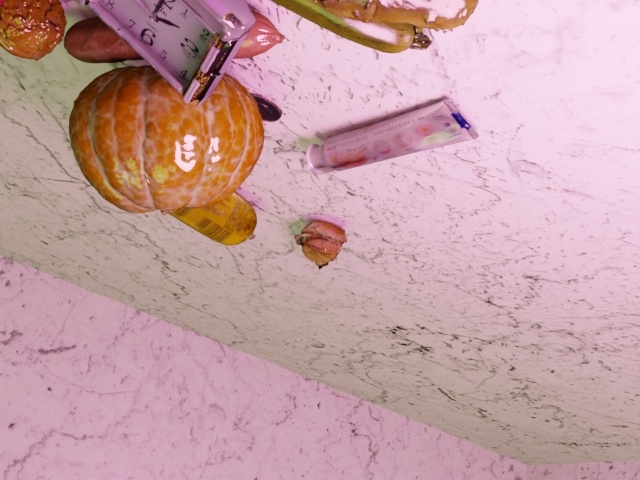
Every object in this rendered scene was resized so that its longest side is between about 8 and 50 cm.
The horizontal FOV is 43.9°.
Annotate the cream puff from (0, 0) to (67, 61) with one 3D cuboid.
[{"bbox_3d":[-0.476,-0.368,1.291,0.103,0.126,0.144,-15,148,31],"label":"cream puff"}]

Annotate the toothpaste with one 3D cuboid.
[{"bbox_3d":[0.111,-0.172,1.368,0.323,0.066,0.100,-10,140,41],"label":"toothpaste"}]

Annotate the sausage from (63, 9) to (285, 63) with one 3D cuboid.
[{"bbox_3d":[-0.247,-0.325,1.261,0.433,0.087,0.088,5,154,29],"label":"sausage"}]

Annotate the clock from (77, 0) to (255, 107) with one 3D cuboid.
[{"bbox_3d":[-0.218,-0.330,1.116,0.253,0.083,0.186,43,139,-2],"label":"clock"}]

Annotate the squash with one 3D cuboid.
[{"bbox_3d":[0.008,-0.324,1.079,0.319,0.071,0.080,22,165,-6],"label":"squash"}]

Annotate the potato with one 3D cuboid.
[{"bbox_3d":[0.087,-0.322,0.991,0.226,0.090,0.117,12,136,-2],"label":"potato"}]

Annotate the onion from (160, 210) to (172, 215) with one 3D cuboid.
[{"bbox_3d":[-0.271,-0.131,1.581,0.160,0.194,0.159,13,147,9],"label":"onion"}]

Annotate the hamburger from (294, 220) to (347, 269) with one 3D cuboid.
[{"bbox_3d":[-0.004,-0.004,1.818,0.102,0.087,0.176,34,163,-6],"label":"hamburger"}]

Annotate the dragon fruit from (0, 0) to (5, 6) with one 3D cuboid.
[{"bbox_3d":[-0.516,-0.410,0.973,0.329,0.329,0.329,16,157,7],"label":"dragon fruit"}]

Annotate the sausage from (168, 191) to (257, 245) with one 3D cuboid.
[{"bbox_3d":[-0.275,-0.092,1.760,0.347,0.123,0.123,35,153,-32],"label":"sausage"}]

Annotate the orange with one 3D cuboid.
[{"bbox_3d":[-0.256,-0.172,1.355,0.330,0.249,0.329,1,-172,0],"label":"orange"}]

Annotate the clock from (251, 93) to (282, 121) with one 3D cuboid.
[{"bbox_3d":[-0.110,-0.241,1.441,0.083,0.010,0.074,27,156,-19],"label":"clock"}]
